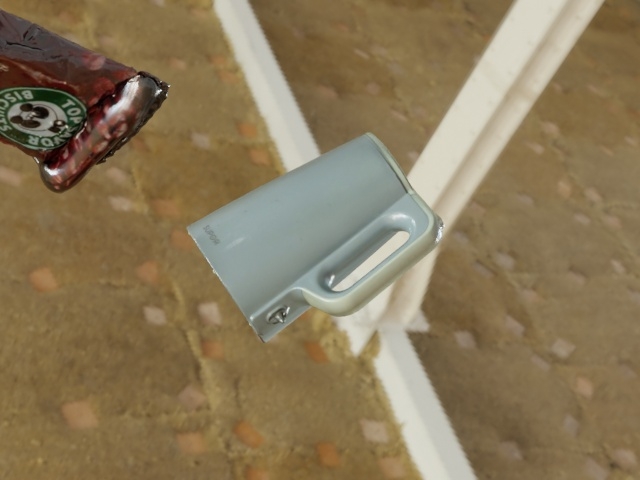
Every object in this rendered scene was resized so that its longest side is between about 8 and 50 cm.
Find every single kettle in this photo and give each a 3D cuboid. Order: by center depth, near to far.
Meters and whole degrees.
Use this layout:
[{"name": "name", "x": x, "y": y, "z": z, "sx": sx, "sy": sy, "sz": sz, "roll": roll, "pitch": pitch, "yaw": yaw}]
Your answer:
[{"name": "kettle", "x": 0.000, "y": 0.000, "z": 1.252, "sx": 0.210, "sy": 0.243, "sz": 0.160, "roll": 53, "pitch": 175, "yaw": 48}]

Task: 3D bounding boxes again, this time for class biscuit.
[{"name": "biscuit", "x": -0.250, "y": -0.118, "z": 0.835, "sx": 0.235, "sy": 0.151, "sz": 0.063, "roll": 23, "pitch": -126, "yaw": -34}]
